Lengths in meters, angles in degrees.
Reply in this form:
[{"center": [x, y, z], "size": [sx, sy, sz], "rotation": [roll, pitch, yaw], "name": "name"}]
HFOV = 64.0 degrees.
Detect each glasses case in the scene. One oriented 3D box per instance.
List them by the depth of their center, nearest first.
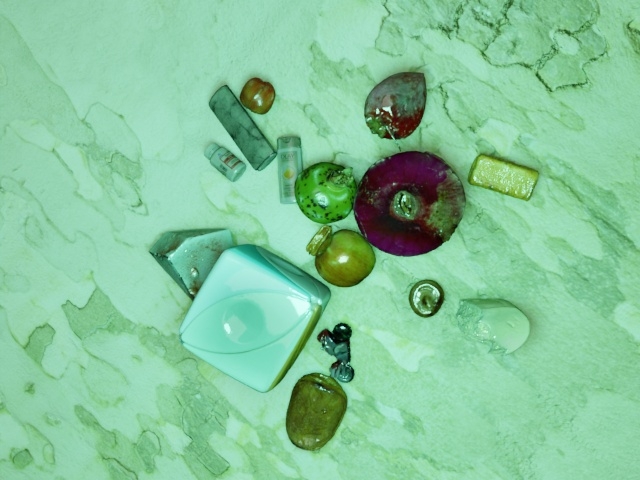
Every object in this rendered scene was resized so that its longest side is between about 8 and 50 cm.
[{"center": [-0.268, -0.389, 1.774], "size": [0.299, 0.060, 0.114], "rotation": [54, 130, 5], "name": "glasses case"}]

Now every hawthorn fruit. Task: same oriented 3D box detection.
[{"center": [-0.215, -0.495, 1.752], "size": [0.128, 0.128, 0.128], "rotation": [0, 91, 9], "name": "hawthorn fruit"}]

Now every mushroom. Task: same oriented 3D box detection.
[{"center": [0.350, 0.192, 1.686], "size": [0.126, 0.085, 0.109], "rotation": [-53, 48, 8], "name": "mushroom"}]

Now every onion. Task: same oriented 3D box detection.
[{"center": [0.262, -0.110, 1.543], "size": [0.348, 0.385, 0.347], "rotation": [1, 94, 12], "name": "onion"}]

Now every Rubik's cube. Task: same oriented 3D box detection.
[{"center": [-0.194, 0.232, 1.636], "size": [0.352, 0.352, 0.347], "rotation": [30, 96, 10], "name": "Rubik's cube"}]

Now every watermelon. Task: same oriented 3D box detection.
[{"center": [-0.423, 0.061, 1.739], "size": [0.290, 0.214, 0.319], "rotation": [-35, 74, 6], "name": "watermelon"}]

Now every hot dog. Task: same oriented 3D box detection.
[{"center": [-0.018, 0.577, 1.731], "size": [0.196, 0.122, 0.272], "rotation": [18, 109, 9], "name": "hot dog"}, {"center": [0.000, 0.000, 1.763], "size": [0.056, 0.041, 0.133], "rotation": [39, 104, 7], "name": "hot dog"}]

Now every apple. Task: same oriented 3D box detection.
[{"center": [0.085, 0.062, 1.674], "size": [0.196, 0.196, 0.195], "rotation": [0, 91, 9], "name": "apple"}]

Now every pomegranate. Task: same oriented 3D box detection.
[{"center": [0.027, -0.167, 1.655], "size": [0.211, 0.263, 0.210], "rotation": [8, 66, -18], "name": "pomegranate"}]

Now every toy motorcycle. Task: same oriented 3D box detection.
[{"center": [0.051, 0.382, 1.734], "size": [0.123, 0.082, 0.213], "rotation": [-2, 99, 15], "name": "toy motorcycle"}]

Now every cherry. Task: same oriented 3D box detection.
[{"center": [0.251, -0.439, 1.648], "size": [0.192, 0.175, 0.249], "rotation": [37, 95, -3], "name": "cherry"}]

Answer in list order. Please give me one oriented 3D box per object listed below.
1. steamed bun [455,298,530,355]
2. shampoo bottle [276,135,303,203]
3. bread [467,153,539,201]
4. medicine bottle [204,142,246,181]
[{"center": [0.530, 0.272, 1.586], "size": [0.200, 0.225, 0.170], "rotation": [3, 91, 7], "name": "steamed bun"}, {"center": [-0.103, -0.240, 1.763], "size": [0.086, 0.056, 0.227], "rotation": [-2, 90, 14], "name": "shampoo bottle"}, {"center": [0.587, -0.203, 1.643], "size": [0.211, 0.083, 0.113], "rotation": [20, 99, 8], "name": "bread"}, {"center": [-0.334, -0.275, 1.788], "size": [0.140, 0.079, 0.079], "rotation": [41, 96, 6], "name": "medicine bottle"}]
